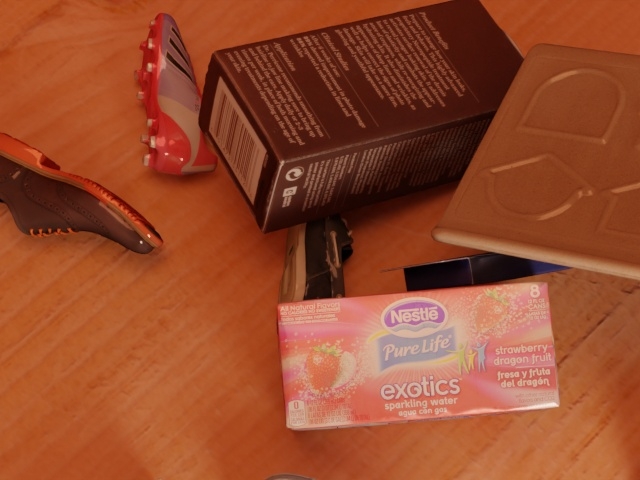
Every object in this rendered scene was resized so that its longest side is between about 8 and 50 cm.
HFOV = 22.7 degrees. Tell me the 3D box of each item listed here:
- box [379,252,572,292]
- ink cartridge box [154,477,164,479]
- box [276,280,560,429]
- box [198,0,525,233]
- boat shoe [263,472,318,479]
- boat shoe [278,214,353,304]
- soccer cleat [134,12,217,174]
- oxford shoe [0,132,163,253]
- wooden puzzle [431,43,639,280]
[{"bbox_3d":[0.194,0.030,1.831,0.225,0.136,0.036,-7,88,-29],"label":"box"},{"bbox_3d":[-0.207,0.340,1.751,0.135,0.056,0.099,-28,61,-13],"label":"ink cartridge box"},{"bbox_3d":[0.105,0.131,1.781,0.300,0.154,0.142,-5,83,1],"label":"box"},{"bbox_3d":[0.064,-0.159,1.939,0.381,0.143,0.191,-16,57,-24],"label":"box"},{"bbox_3d":[0.057,0.341,1.708,0.320,0.103,0.118,33,66,21],"label":"boat shoe"},{"bbox_3d":[0.000,0.000,1.945,0.079,0.084,0.233,13,55,-13],"label":"boat shoe"},{"bbox_3d":[-0.186,-0.188,2.072,0.095,0.083,0.248,9,53,-20],"label":"soccer cleat"},{"bbox_3d":[-0.315,-0.035,1.982,0.271,0.097,0.098,27,84,23],"label":"oxford shoe"},{"bbox_3d":[0.334,-0.079,1.789,0.322,0.080,0.348,12,51,29],"label":"wooden puzzle"}]
